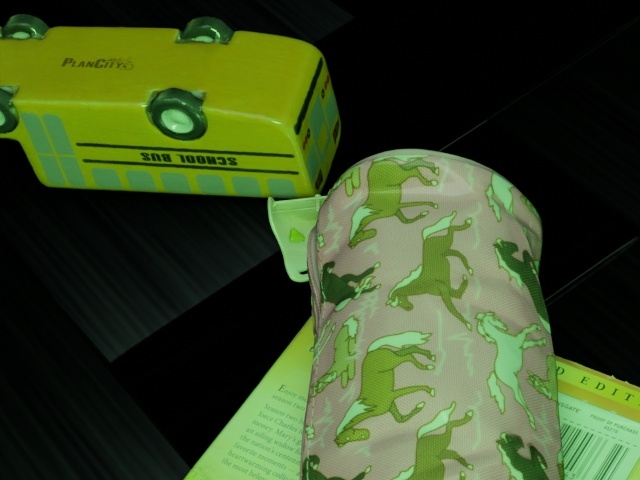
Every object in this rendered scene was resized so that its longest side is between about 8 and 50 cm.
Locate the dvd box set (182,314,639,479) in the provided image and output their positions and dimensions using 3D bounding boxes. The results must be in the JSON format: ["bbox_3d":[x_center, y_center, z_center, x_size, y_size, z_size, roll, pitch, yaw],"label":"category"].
[{"bbox_3d":[0.028,0.231,1.102,0.307,0.062,0.420,19,56,30],"label":"dvd box set"}]

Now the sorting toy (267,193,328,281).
[{"bbox_3d":[0.000,0.000,1.343,0.083,0.045,0.075,-6,54,10],"label":"sorting toy"}]

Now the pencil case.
[{"bbox_3d":[0.065,0.118,1.048,0.160,0.167,0.386,-36,34,36],"label":"pencil case"}]

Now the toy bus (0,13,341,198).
[{"bbox_3d":[-0.160,-0.116,1.430,0.332,0.130,0.108,3,50,18],"label":"toy bus"}]
